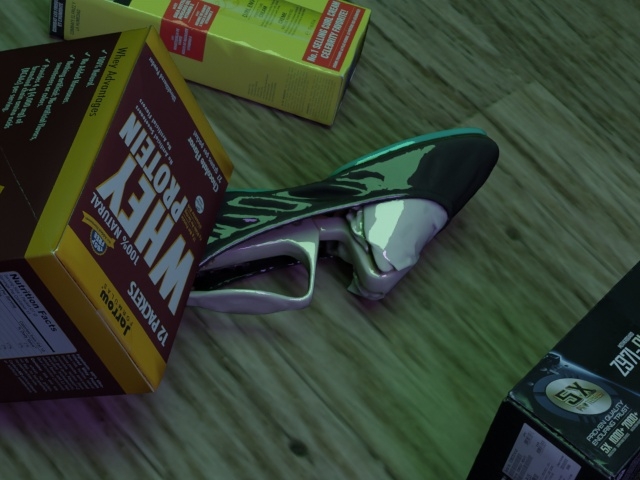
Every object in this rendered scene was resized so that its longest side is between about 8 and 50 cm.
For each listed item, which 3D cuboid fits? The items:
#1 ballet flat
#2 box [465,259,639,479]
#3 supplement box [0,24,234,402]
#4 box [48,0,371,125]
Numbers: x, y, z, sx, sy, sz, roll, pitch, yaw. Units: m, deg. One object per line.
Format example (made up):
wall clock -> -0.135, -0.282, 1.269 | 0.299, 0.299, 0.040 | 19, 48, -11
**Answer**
ballet flat -> 0.000, 0.000, 1.143 | 0.281, 0.095, 0.096 | -14, 65, -9
box -> 0.161, 0.122, 1.012 | 0.077, 0.180, 0.147 | 38, 55, 18
supplement box -> -0.185, -0.012, 1.031 | 0.194, 0.129, 0.191 | -6, 46, 24
box -> -0.085, -0.167, 1.271 | 0.232, 0.058, 0.087 | 20, 50, 4
